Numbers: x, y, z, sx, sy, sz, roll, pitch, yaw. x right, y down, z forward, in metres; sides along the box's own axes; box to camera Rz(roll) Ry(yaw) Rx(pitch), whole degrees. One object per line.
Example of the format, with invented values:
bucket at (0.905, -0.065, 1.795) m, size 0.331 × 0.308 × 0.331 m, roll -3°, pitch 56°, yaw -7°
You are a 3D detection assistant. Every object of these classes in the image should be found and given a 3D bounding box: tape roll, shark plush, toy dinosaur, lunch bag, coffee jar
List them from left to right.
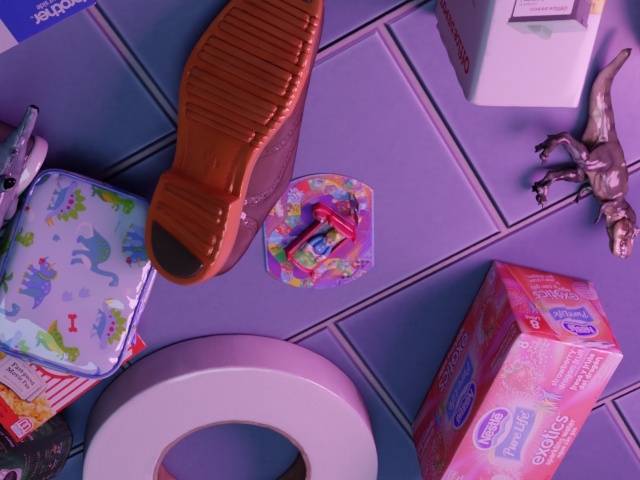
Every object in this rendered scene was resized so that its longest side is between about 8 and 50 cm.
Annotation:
coffee jar at (-0.399, 0.272, 1.619) m, size 0.184 × 0.079 × 0.096 m, roll -16°, pitch 139°, yaw -55°
shark plush at (-0.322, -0.064, 1.364) m, size 0.073 × 0.067 × 0.161 m, roll 33°, pitch 103°, yaw -30°
lunch bag at (-0.276, 0.039, 1.472) m, size 0.176 × 0.090 × 0.219 m, roll 19°, pitch 88°, yaw -19°
tape roll at (-0.120, 0.293, 1.733) m, size 0.392 × 0.072 × 0.392 m, roll -3°, pitch 126°, yaw -4°
toy dinosaur at (0.308, -0.093, 1.523) m, size 0.118 × 0.064 × 0.268 m, roll -15°, pitch 124°, yaw -4°

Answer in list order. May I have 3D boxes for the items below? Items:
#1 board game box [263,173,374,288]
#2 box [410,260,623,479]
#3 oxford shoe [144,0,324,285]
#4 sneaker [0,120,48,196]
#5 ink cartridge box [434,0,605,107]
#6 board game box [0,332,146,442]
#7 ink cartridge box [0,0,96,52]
board game box at (0.000, 0.000, 1.564) m, size 0.133 × 0.033 × 0.168 m, roll -5°, pitch 125°, yaw -4°
box at (0.240, 0.196, 1.659) m, size 0.142 × 0.154 × 0.300 m, roll 12°, pitch 124°, yaw -15°
oxford shoe at (-0.080, -0.127, 1.431) m, size 0.130 × 0.133 × 0.363 m, roll 32°, pitch 109°, yaw 20°
sneaker at (-0.446, -0.039, 1.441) m, size 0.147 × 0.104 × 0.296 m, roll 36°, pitch 106°, yaw -26°
ink cartridge box at (0.204, -0.295, 1.276) m, size 0.117 × 0.201 × 0.278 m, roll 3°, pitch 125°, yaw -9°
board game box at (-0.326, 0.126, 1.561) m, size 0.193 × 0.045 × 0.146 m, roll -37°, pitch 125°, yaw -11°
ink cartridge box at (-0.342, -0.243, 1.340) m, size 0.207 × 0.046 × 0.097 m, roll -25°, pitch 125°, yaw 11°
